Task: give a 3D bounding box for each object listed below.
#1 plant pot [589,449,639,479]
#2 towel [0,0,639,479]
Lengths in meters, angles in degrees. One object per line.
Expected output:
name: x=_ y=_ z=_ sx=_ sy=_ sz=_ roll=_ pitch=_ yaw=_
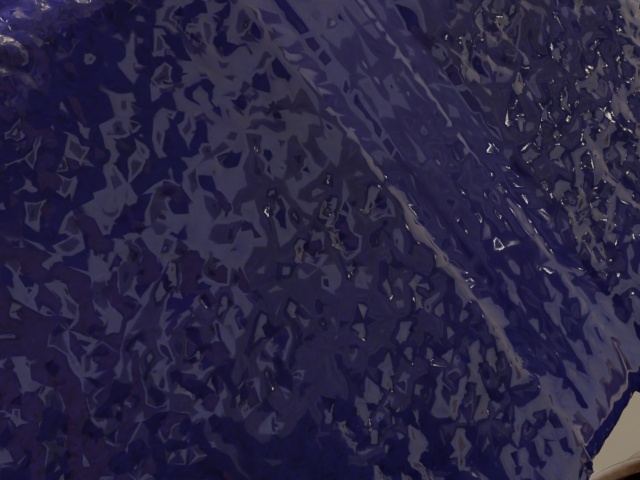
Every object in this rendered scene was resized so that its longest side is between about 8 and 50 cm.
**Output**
plant pot: x=0.192 y=0.126 z=0.543 sx=0.167 sy=0.165 sz=0.167 roll=13 pitch=-65 yaw=30
towel: x=-0.001 y=-0.006 z=0.397 sx=0.227 sy=0.308 sz=0.076 roll=51 pitch=-34 yaw=-13
